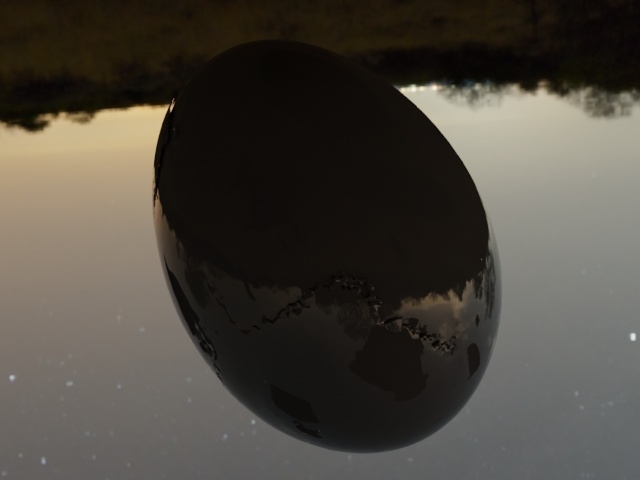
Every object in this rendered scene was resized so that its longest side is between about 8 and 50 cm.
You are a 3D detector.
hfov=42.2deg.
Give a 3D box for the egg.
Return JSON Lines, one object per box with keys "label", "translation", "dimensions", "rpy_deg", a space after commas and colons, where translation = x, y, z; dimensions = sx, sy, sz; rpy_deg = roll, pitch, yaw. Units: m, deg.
{"label": "egg", "translation": [0.000, 0.000, 0.380], "dimensions": [0.146, 0.198, 0.146], "rpy_deg": [-31, 167, -8]}
